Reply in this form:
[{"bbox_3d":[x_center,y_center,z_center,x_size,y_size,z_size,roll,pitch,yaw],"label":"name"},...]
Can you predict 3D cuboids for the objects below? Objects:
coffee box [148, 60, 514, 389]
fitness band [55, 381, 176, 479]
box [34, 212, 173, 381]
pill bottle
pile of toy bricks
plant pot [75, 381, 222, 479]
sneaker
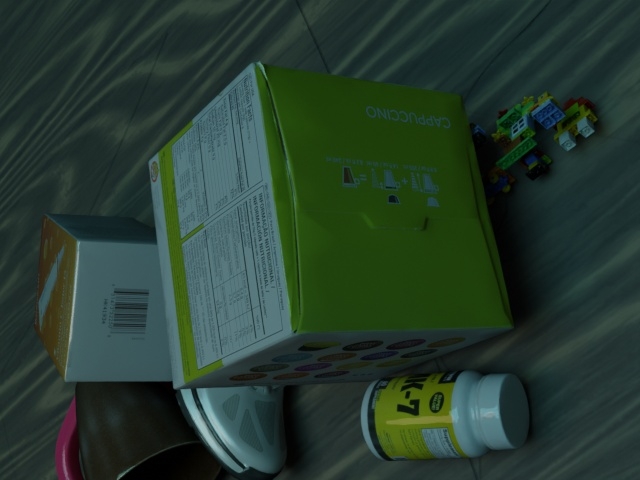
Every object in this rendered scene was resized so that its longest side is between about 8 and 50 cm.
[{"bbox_3d":[0.000,0.000,1.268,0.334,0.337,0.338,-31,63,52],"label":"coffee box"},{"bbox_3d":[-0.364,0.347,1.683,0.209,0.054,0.291,29,98,26],"label":"fitness band"},{"bbox_3d":[-0.353,0.083,1.536,0.345,0.168,0.215,-162,77,-65],"label":"box"},{"bbox_3d":[0.171,0.240,1.296,0.208,0.119,0.119,-11,75,33],"label":"pill bottle"},{"bbox_3d":[0.270,-0.152,1.320,0.212,0.118,0.105,-39,29,34],"label":"pile of toy bricks"},{"bbox_3d":[-0.305,0.310,1.528,0.215,0.215,0.230,-51,55,17],"label":"plant pot"},{"bbox_3d":[-0.102,0.135,1.481,0.257,0.169,0.448,-36,60,28],"label":"sneaker"}]
